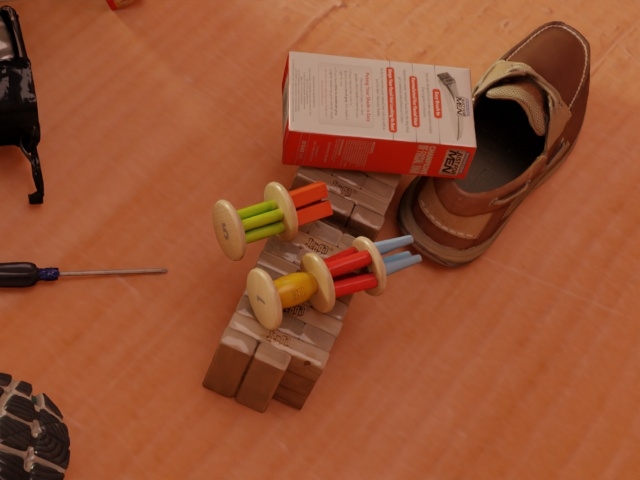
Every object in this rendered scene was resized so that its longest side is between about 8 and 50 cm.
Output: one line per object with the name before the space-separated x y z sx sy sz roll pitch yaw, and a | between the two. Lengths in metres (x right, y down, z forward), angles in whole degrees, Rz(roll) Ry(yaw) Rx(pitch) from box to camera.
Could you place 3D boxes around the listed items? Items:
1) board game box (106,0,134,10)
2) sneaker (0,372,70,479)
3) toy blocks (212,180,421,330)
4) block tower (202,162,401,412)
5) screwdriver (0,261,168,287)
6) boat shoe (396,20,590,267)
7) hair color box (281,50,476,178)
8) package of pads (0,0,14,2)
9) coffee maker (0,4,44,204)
board game box | -0.229 -0.329 1.427 0.045 0.193 0.147 -24 65 1
sneaker | -0.268 0.207 1.130 0.107 0.110 0.275 32 35 -17
toy blocks | 0.000 0.000 1.264 0.148 0.054 0.123 -17 66 -25
block tower | 0.002 -0.004 1.357 0.091 0.097 0.335 25 57 -1
screwdriver | -0.213 0.027 1.309 0.169 0.025 0.024 -4 60 -19
boat shoe | 0.192 -0.111 1.467 0.123 0.116 0.324 31 55 3
hair color box | 0.050 -0.111 1.345 0.167 0.053 0.093 4 56 -7
package of pads | -0.406 -0.275 1.312 0.296 0.101 0.229 -13 33 -34
coffee maker | -0.340 -0.113 1.299 0.178 0.120 0.171 -11 64 -23
